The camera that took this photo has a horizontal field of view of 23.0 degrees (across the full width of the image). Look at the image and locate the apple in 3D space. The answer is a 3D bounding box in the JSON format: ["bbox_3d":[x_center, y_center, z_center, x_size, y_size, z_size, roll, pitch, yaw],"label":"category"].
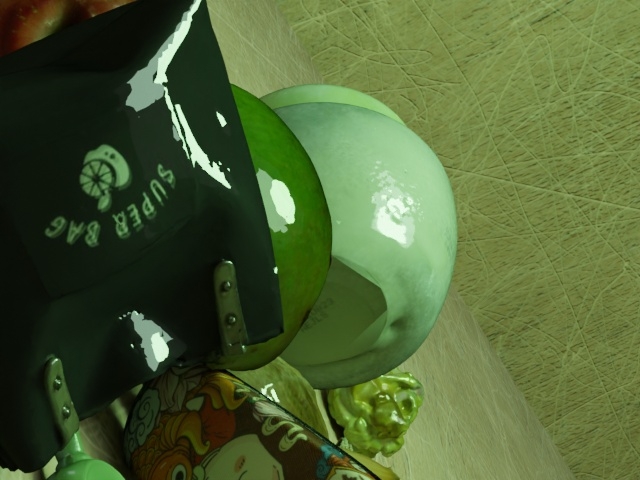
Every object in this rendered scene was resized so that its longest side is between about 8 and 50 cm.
[{"bbox_3d":[-0.253,-0.189,1.556,0.181,0.181,0.168,60,-13,-9],"label":"apple"}]

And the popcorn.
[{"bbox_3d":[0.071,0.223,2.148,0.125,0.126,0.145,30,40,-19],"label":"popcorn"}]

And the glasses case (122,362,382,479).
[{"bbox_3d":[-0.058,0.197,1.313,0.082,0.122,0.321,32,-2,-44],"label":"glasses case"}]

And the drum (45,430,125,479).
[{"bbox_3d":[-0.202,0.166,1.214,0.253,0.049,0.130,63,11,8],"label":"drum"}]

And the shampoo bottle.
[{"bbox_3d":[0.000,0.000,1.825,0.322,0.322,0.317,53,21,-38],"label":"shampoo bottle"}]

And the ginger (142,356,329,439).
[{"bbox_3d":[-0.070,0.220,1.491,0.276,0.130,0.221,52,26,-7],"label":"ginger"}]

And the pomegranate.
[{"bbox_3d":[-0.143,-0.048,1.399,0.358,0.216,0.310,21,16,-43],"label":"pomegranate"}]

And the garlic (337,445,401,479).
[{"bbox_3d":[-0.020,0.257,1.675,0.206,0.128,0.115,35,70,-38],"label":"garlic"}]

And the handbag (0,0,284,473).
[{"bbox_3d":[-0.180,-0.004,1.178,0.152,0.342,0.288,-5,-69,59],"label":"handbag"}]

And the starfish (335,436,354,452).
[{"bbox_3d":[-0.004,0.276,1.842,0.227,0.043,0.240,63,16,-16],"label":"starfish"}]
